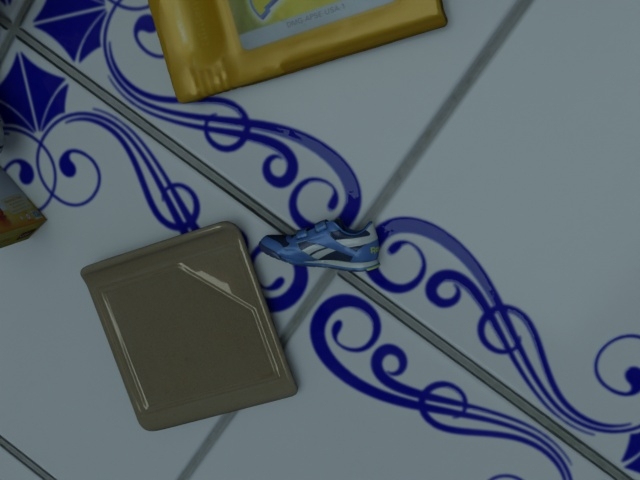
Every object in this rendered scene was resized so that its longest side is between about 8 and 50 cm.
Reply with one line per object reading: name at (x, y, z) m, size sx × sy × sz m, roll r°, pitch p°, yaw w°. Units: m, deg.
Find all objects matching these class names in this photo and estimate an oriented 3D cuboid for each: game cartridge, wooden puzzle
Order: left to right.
wooden puzzle at (-0.163, 0.111, 1.066) m, size 0.221 × 0.044 × 0.238 m, roll -17°, pitch 101°, yaw 16°
game cartridge at (-0.050, -0.330, 0.938) m, size 0.324 × 0.053 × 0.285 m, roll -14°, pitch 97°, yaw 15°

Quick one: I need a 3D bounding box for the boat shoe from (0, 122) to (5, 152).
boat shoe at (-0.459, -0.278, 1.023) m, size 0.156 × 0.136 × 0.367 m, roll -34°, pitch 85°, yaw 8°

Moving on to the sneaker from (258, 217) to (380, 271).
sneaker at (0.000, 0.000, 0.994) m, size 0.144 × 0.053 × 0.059 m, roll 4°, pitch 103°, yaw 4°

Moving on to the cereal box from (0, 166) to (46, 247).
cereal box at (-0.465, -0.088, 1.029) m, size 0.047 × 0.173 × 0.240 m, roll -41°, pitch 90°, yaw 18°
